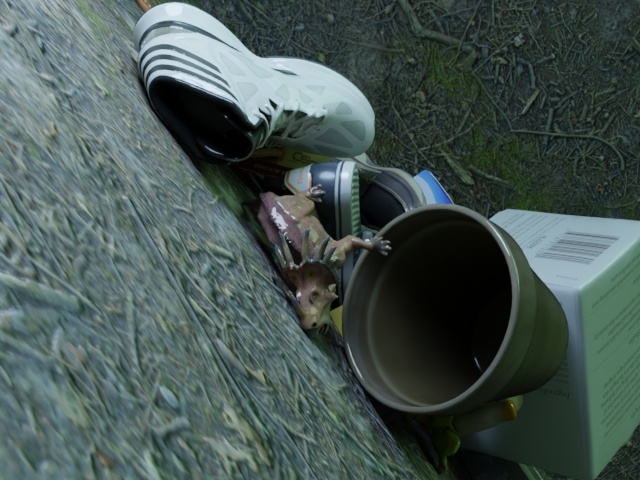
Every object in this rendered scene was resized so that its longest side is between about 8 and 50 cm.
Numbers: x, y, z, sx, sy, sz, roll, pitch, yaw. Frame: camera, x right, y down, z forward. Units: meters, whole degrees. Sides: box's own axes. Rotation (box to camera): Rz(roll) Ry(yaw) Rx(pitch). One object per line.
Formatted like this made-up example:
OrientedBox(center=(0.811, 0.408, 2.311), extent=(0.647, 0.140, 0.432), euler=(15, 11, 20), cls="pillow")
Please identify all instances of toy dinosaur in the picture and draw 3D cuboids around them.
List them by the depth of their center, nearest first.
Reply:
OrientedBox(center=(-0.035, -0.003, 1.451), extent=(0.295, 0.127, 0.200), euler=(45, 24, 26), cls="toy dinosaur")

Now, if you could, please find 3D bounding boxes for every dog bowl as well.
OrientedBox(center=(0.417, 0.536, 2.014), extent=(0.348, 0.102, 0.349), euler=(53, 6, -8), cls="dog bowl")

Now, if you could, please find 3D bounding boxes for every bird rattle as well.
OrientedBox(center=(0.258, 0.302, 1.698), extent=(0.253, 0.207, 0.143), euler=(-13, 86, -74), cls="bird rattle")

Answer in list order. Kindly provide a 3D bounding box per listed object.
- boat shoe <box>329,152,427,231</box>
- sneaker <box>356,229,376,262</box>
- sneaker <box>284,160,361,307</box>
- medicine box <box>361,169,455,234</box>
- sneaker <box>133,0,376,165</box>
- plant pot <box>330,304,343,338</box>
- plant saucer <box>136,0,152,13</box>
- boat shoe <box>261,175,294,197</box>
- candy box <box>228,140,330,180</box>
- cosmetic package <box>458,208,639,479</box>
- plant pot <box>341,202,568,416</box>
OrientedBox(center=(0.068, -0.079, 1.787), extent=(0.355, 0.130, 0.132), euler=(37, -47, 54), cls="boat shoe")
OrientedBox(center=(0.124, 0.060, 1.662), extent=(0.227, 0.130, 0.087), euler=(79, 18, -52), cls="sneaker")
OrientedBox(center=(0.006, -0.007, 1.679), extent=(0.126, 0.128, 0.321), euler=(-77, 166, -49), cls="sneaker")
OrientedBox(center=(0.180, 0.036, 2.025), extent=(0.149, 0.289, 0.263), euler=(58, 7, 33), cls="medicine box")
OrientedBox(center=(-0.089, -0.178, 1.515), extent=(0.448, 0.169, 0.257), euler=(21, 39, -29), cls="sneaker")
OrientedBox(center=(0.079, 0.144, 1.650), extent=(0.081, 0.083, 0.081), euler=(48, 8, -44), cls="plant pot")
OrientedBox(center=(-0.363, -0.485, 2.010), extent=(0.083, 0.013, 0.083), euler=(53, 6, -8), cls="plant saucer")
OrientedBox(center=(-0.035, -0.091, 2.019), extent=(0.109, 0.091, 0.305), euler=(20, -14, 30), cls="boat shoe")
OrientedBox(center=(-0.115, -0.231, 1.833), extent=(0.183, 0.087, 0.316), euler=(14, 27, -28), cls="candy box")
OrientedBox(center=(0.433, 0.185, 1.865), extent=(0.329, 0.327, 0.393), euler=(-29, 117, -45), cls="cosmetic package")
OrientedBox(center=(0.245, 0.131, 1.528), extent=(0.280, 0.323, 0.323), euler=(20, 30, -44), cls="plant pot")
